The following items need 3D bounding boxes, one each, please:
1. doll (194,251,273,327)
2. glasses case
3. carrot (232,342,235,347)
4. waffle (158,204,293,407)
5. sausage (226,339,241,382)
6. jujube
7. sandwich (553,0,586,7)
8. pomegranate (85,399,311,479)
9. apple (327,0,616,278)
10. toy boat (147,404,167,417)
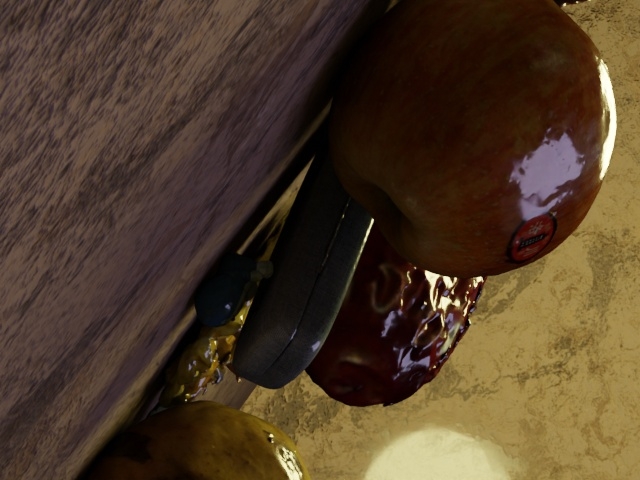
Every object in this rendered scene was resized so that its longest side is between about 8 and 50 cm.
[{"bbox_3d":[-0.092,0.053,1.647,0.083,0.050,0.076,-53,178,-30],"label":"doll"},{"bbox_3d":[0.000,0.000,1.719,0.131,0.074,0.323,-52,-166,57],"label":"glasses case"},{"bbox_3d":[-0.143,0.160,2.105,0.093,0.032,0.032,-51,175,-17],"label":"carrot"},{"bbox_3d":[-0.085,0.079,1.882,0.280,0.060,0.262,-53,179,22],"label":"waffle"},{"bbox_3d":[-0.088,0.131,2.279,0.065,0.065,0.169,-52,175,-45],"label":"sausage"},{"bbox_3d":[0.092,0.026,2.077,0.258,0.258,0.376,121,-12,-45],"label":"jujube"},{"bbox_3d":[0.247,-0.322,1.775,0.301,0.162,0.250,-18,-176,25],"label":"sandwich"},{"bbox_3d":[-0.138,0.315,1.805,0.281,0.281,0.281,-55,176,-5],"label":"pomegranate"},{"bbox_3d":[0.131,-0.098,1.566,0.250,0.277,0.309,-37,140,-37],"label":"apple"},{"bbox_3d":[-0.216,0.286,2.078,0.093,0.055,0.293,-49,173,-40],"label":"toy boat"}]
